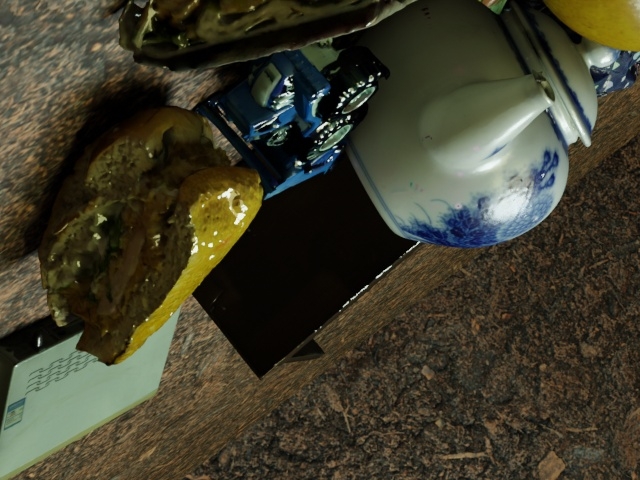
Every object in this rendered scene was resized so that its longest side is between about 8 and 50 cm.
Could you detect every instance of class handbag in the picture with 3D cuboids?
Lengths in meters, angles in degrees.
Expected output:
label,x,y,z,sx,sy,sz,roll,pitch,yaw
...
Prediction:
label,x,y,z,sx,sy,sz,roll,pitch,yaw
handbag,0.307,-0.244,1.975,0.260,0.162,0.113,-25,148,-55

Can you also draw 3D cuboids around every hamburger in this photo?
label,x,y,z,sx,sy,sz,roll,pitch,yaw
hamburger,-0.150,-0.016,1.392,0.156,0.144,0.283,-44,176,-41

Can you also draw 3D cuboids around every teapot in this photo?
label,x,y,z,sx,sy,sz,roll,pitch,yaw
teapot,0.163,-0.132,1.545,0.280,0.252,0.424,-28,-176,8

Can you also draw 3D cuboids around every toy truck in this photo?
label,x,y,z,sx,sy,sz,roll,pitch,yaw
toy truck,-0.032,-0.122,1.419,0.126,0.113,0.208,-36,168,-20

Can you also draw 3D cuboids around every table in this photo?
label,x,y,z,sx,sy,sz,roll,pitch,yaw
table,0.000,0.000,1.810,0.250,0.196,0.282,-42,169,9

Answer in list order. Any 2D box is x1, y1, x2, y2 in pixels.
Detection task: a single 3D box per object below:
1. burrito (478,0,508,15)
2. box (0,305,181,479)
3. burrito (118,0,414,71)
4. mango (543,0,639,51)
label,x,y,z,sx,sy,sz,roll,pitch,yaw
burrito,0.168,-0.230,1.733,0.104,0.054,0.288,-34,157,-37
box,-0.266,0.143,1.761,0.270,0.045,0.211,-29,145,-46
burrito,0.024,-0.211,1.212,0.175,0.107,0.347,-16,-175,45
mango,0.274,-0.311,1.362,0.378,0.221,0.264,31,76,-69
